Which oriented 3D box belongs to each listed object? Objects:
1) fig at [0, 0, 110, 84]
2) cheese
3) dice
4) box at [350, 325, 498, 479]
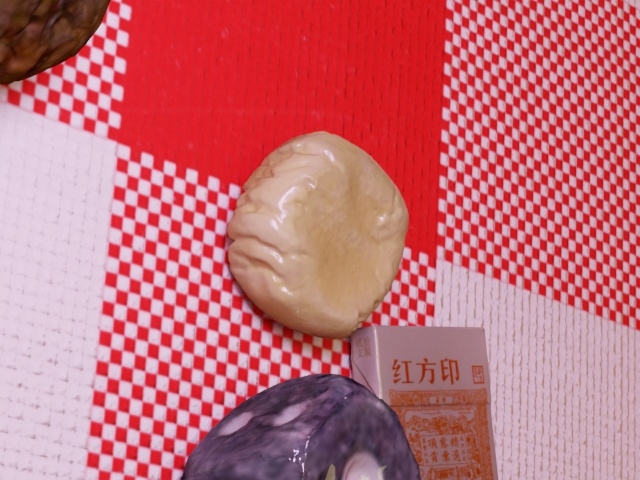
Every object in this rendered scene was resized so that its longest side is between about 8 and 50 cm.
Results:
[{"bbox_3d":[-0.277,-0.294,1.474,0.286,0.369,0.286,7,77,-33],"label":"fig"},{"bbox_3d":[0.000,0.000,1.848,0.226,0.117,0.214,51,55,-30],"label":"cheese"},{"bbox_3d":[-0.017,0.256,1.715,0.181,0.183,0.182,-42,111,-44],"label":"dice"},{"bbox_3d":[0.132,0.283,1.948,0.204,0.051,0.365,4,77,-44],"label":"box"}]
